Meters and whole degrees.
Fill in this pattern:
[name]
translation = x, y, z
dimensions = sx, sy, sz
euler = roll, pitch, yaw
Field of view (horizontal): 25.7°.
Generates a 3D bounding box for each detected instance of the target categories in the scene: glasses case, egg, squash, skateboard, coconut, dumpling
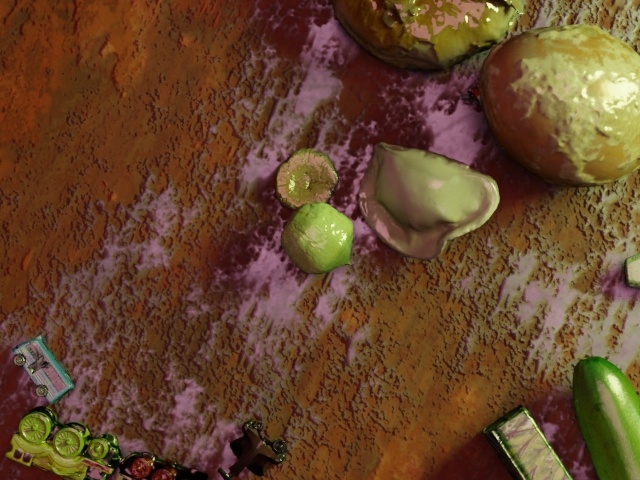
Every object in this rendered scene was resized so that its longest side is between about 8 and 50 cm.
[glasses case]
translation = 0.292, 0.327, 1.666
dimensions = 0.062, 0.095, 0.272
euler = -34, 84, 3
[egg]
translation = 0.297, -0.162, 1.666
dimensions = 0.233, 0.195, 0.195
euler = 16, 85, -9
[squash]
translation = 0.372, 0.276, 1.675
dimensions = 0.082, 0.082, 0.293
euler = -19, 86, -1
[skateboard]
translation = -0.086, 0.255, 1.653
dimensions = 0.080, 0.151, 0.067
euler = -43, 84, -11
[coconut]
translation = 0.000, 0.000, 1.708
dimensions = 0.096, 0.088, 0.088
euler = 43, 87, -12
[dumpling]
translation = 0.126, -0.041, 1.705
dimensions = 0.169, 0.100, 0.134
euler = 15, 99, 5

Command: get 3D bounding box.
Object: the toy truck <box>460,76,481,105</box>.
[toy truck]
translation = 0.215, -0.198, 1.752
dimensions = 0.083, 0.024, 0.032
euler = -42, 63, -5

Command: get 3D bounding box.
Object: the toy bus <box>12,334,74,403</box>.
[toy bus]
translation = -0.342, 0.159, 1.722
dimensions = 0.046, 0.038, 0.083
euler = -36, 86, -7

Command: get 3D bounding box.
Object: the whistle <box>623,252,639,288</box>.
[whistle]
translation = 0.489, 0.026, 1.701
dimensions = 0.235, 0.077, 0.114
euler = -6, 91, 3

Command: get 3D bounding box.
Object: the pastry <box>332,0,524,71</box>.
[pastry]
translation = 0.127, -0.330, 1.718
dimensions = 0.256, 0.121, 0.236
euler = 6, 85, 2

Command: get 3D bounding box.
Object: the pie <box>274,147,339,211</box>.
[pie]
translation = -0.018, -0.074, 1.747
dimensions = 0.084, 0.020, 0.084
euler = 0, 83, -1

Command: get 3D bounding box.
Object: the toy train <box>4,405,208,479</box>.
[toy train]
translation = -0.257, 0.277, 1.705
dimensions = 0.249, 0.053, 0.085
euler = 22, 93, 3
